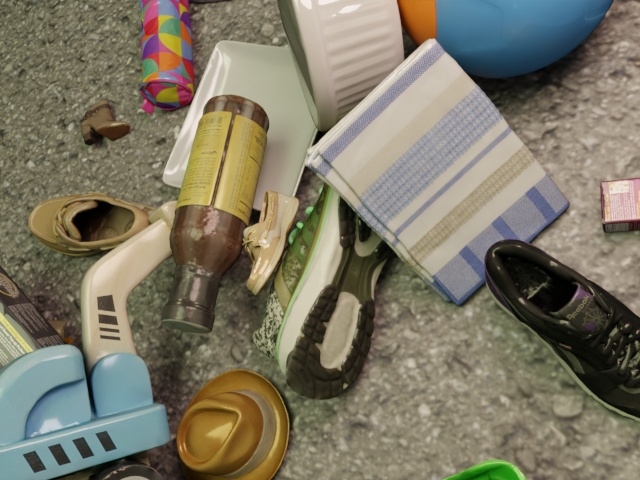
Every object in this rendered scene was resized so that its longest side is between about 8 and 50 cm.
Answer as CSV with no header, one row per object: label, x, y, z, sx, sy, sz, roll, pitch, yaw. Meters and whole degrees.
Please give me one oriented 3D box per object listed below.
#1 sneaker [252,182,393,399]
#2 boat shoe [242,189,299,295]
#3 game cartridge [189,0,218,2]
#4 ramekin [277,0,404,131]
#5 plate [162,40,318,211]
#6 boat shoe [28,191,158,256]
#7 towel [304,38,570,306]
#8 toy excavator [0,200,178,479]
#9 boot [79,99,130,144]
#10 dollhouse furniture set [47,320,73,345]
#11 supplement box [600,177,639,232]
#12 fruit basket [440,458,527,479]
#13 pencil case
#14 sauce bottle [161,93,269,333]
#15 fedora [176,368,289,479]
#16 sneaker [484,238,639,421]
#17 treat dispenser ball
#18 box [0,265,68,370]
sneaker,0.000,0.000,0.865,0.182,0.158,0.411,8,72,47
boat shoe,-0.080,-0.002,0.862,0.063,0.059,0.170,-53,15,49
game cartridge,-0.146,-0.557,1.160,0.297,0.062,0.198,-5,68,26
ramekin,0.021,-0.293,0.833,0.127,0.273,0.273,-16,65,-2
plate,-0.109,-0.190,1.027,0.277,0.045,0.278,16,83,30
boat shoe,-0.413,-0.038,1.098,0.340,0.110,0.122,3,76,28
towel,0.147,-0.074,0.756,0.209,0.285,0.034,-44,17,8
toy excavator,-0.317,0.181,0.862,0.222,0.432,0.446,-17,83,58
boot,-0.423,-0.238,1.211,0.118,0.042,0.087,-15,60,16
dollhouse furniture set,-0.575,0.241,1.122,0.301,0.151,0.198,0,87,3
supplement box,0.376,-0.042,0.726,0.083,0.043,0.055,-4,73,26
fruit basket,0.150,0.395,0.520,0.282,0.392,0.392,-30,63,16
pencil case,-0.291,-0.357,1.146,0.104,0.104,0.237,-14,66,23
sauce bottle,-0.156,-0.041,0.892,0.111,0.111,0.345,0,66,28
fedora,-0.140,0.273,0.875,0.194,0.079,0.195,-8,70,24
sneaker,0.291,0.102,0.667,0.283,0.124,0.107,38,93,24
treat dispenser ball,0.224,-0.349,0.761,0.288,0.288,0.289,-9,70,25
box,-0.588,0.226,0.999,0.318,0.097,0.395,-43,86,2
